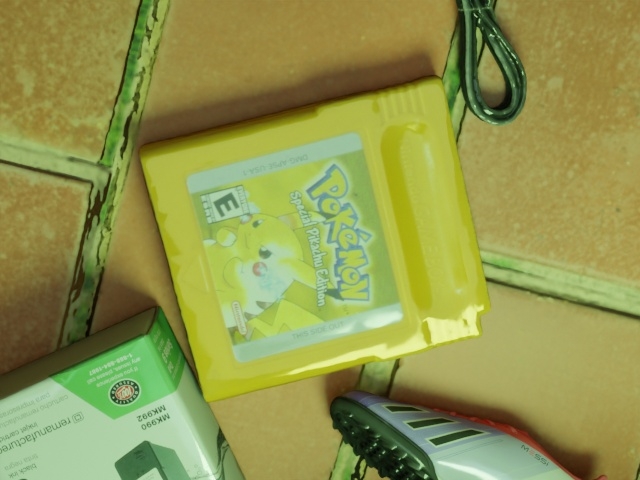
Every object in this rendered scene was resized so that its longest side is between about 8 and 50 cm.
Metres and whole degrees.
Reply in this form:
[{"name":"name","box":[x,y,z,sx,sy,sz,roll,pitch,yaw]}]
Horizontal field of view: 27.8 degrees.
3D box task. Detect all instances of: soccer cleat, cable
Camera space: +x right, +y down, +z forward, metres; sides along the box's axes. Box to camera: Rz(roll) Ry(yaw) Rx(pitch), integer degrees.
[{"name":"soccer cleat","box":[0.161,0.235,1.398,0.318,0.109,0.116,30,66,2]},{"name":"cable","box":[0.160,-0.258,1.297,0.139,0.072,0.287,-2,100,-19]}]

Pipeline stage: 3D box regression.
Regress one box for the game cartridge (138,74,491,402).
[{"name":"game cartridge","box":[0.000,0.000,1.359,0.323,0.053,0.285,-14,102,1]}]

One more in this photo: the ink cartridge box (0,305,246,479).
[{"name":"ink cartridge box","box":[-0.205,0.248,1.362,0.211,0.121,0.289,-25,102,3]}]
